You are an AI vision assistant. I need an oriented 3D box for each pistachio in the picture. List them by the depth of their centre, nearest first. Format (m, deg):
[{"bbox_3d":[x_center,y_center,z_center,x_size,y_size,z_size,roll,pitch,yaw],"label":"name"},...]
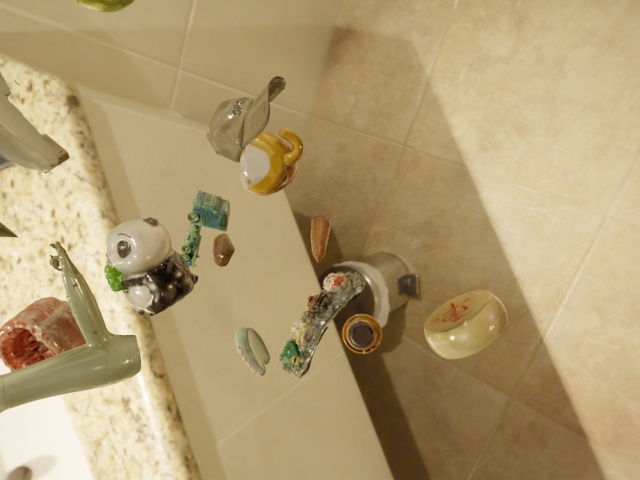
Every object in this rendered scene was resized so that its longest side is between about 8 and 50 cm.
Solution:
[{"bbox_3d":[-0.398,0.029,1.646,0.049,0.090,0.172,102,161,-53],"label":"pistachio"}]

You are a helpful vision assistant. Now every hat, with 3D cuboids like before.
[{"bbox_3d":[-0.137,-0.245,0.731,0.175,0.085,0.146,-33,34,50],"label":"hat"}]

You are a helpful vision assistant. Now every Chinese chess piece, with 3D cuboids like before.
[{"bbox_3d":[0.436,0.250,1.216,0.251,0.251,0.097,-33,93,28],"label":"Chinese chess piece"}]

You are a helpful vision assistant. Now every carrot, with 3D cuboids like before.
[{"bbox_3d":[0.000,0.000,1.378,0.072,0.072,0.204,-30,37,28],"label":"carrot"}]

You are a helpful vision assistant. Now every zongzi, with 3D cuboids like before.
[{"bbox_3d":[-0.912,-0.019,1.085,0.113,0.104,0.052,35,127,7],"label":"zongzi"}]

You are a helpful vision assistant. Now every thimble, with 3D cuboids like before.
[{"bbox_3d":[-0.813,0.298,1.189,0.240,0.162,0.238,4,115,8],"label":"thimble"}]

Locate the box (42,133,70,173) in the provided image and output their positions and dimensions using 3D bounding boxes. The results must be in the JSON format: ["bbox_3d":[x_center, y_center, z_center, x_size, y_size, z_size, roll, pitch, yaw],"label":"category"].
[{"bbox_3d":[-0.738,-0.234,1.070,0.083,0.079,0.035,40,150,0],"label":"box"}]

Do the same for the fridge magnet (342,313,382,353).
[{"bbox_3d":[0.150,0.337,1.442,0.143,0.063,0.142,-1,85,10],"label":"fridge magnet"}]

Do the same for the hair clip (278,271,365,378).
[{"bbox_3d":[-0.013,0.203,1.068,0.321,0.091,0.138,-55,28,-16],"label":"hair clip"}]

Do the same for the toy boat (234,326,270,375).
[{"bbox_3d":[-0.281,0.444,1.610,0.079,0.134,0.207,-22,108,18],"label":"toy boat"}]

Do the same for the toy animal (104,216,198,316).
[{"bbox_3d":[-0.494,0.074,1.125,0.213,0.212,0.266,-20,112,30],"label":"toy animal"}]

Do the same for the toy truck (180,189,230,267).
[{"bbox_3d":[-0.242,-0.014,0.839,0.082,0.067,0.175,14,124,-15],"label":"toy truck"}]

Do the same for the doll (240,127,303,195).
[{"bbox_3d":[-0.136,-0.212,1.085,0.163,0.269,0.166,-2,103,-7],"label":"doll"}]

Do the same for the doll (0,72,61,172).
[{"bbox_3d":[-0.323,-0.038,0.263,0.257,0.161,0.215,-35,74,-14],"label":"doll"}]

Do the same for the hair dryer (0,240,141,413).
[{"bbox_3d":[-0.382,0.118,0.574,0.075,0.207,0.236,19,115,57],"label":"hair dryer"}]

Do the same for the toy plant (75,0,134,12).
[{"bbox_3d":[-0.425,-0.563,0.789,0.316,0.224,0.184,32,100,51],"label":"toy plant"}]
